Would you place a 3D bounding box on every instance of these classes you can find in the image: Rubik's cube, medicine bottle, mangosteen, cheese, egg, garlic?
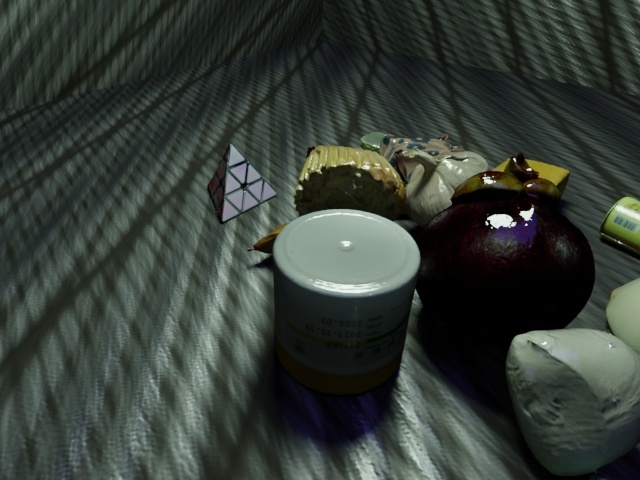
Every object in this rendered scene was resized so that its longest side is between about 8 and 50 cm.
[{"bbox_3d":[-0.209,-0.121,1.174,0.178,0.211,0.190,8,64,-27],"label":"Rubik's cube"},{"bbox_3d":[0.038,0.099,0.713,0.238,0.231,0.237,1,36,-1],"label":"medicine bottle"},{"bbox_3d":[0.322,0.016,0.752,0.308,0.307,0.346,9,78,9],"label":"mangosteen"},{"bbox_3d":[0.824,-0.005,1.003,0.124,0.124,0.239,-18,41,-26],"label":"medicine bottle"},{"bbox_3d":[0.380,0.218,0.604,0.189,0.197,0.154,-9,-2,-30],"label":"cheese"},{"bbox_3d":[0.687,0.140,0.744,0.265,0.173,0.286,29,40,26],"label":"egg"},{"bbox_3d":[0.277,-0.147,0.973,0.219,0.212,0.218,-29,35,23],"label":"garlic"}]

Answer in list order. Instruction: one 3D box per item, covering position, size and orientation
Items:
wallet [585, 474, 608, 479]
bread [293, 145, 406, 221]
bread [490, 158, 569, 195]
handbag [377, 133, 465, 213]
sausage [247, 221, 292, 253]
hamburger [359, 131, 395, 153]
[{"bbox_3d":[0.316,0.401,0.441,0.251,0.074,0.176,-24,40,-31],"label":"wallet"},{"bbox_3d":[0.073,-0.124,1.005,0.275,0.274,0.149,5,63,4],"label":"bread"},{"bbox_3d":[0.561,-0.137,1.180,0.185,0.114,0.275,26,41,35],"label":"bread"},{"bbox_3d":[0.274,-0.192,1.167,0.252,0.193,0.190,-4,37,-8],"label":"handbag"},{"bbox_3d":[-0.001,0.002,0.959,0.329,0.112,0.112,-1,36,-4],"label":"sausage"},{"bbox_3d":[0.206,-0.337,1.480,0.140,0.062,0.133,-24,47,-35],"label":"hamburger"}]
